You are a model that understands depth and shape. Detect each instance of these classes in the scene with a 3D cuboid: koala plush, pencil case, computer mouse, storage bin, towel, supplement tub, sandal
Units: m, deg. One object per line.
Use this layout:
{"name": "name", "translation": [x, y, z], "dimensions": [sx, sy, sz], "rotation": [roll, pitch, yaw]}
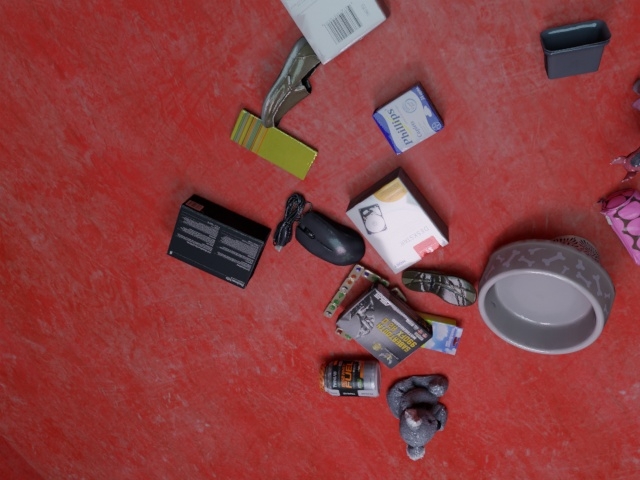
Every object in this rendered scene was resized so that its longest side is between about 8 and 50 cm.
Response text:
{"name": "koala plush", "translation": [0.302, 0.562, 1.629], "dimensions": [0.203, 0.221, 0.196], "rotation": [0, 117, 12]}
{"name": "pencil case", "translation": [0.794, -0.028, 1.302], "dimensions": [0.098, 0.095, 0.209], "rotation": [-42, 102, -9]}
{"name": "computer mouse", "translation": [0.000, 0.000, 1.498], "dimensions": [0.272, 0.072, 0.188], "rotation": [25, 118, -1]}
{"name": "storage bin", "translation": [0.564, -0.426, 1.159], "dimensions": [0.135, 0.098, 0.091], "rotation": [-6, 142, 14]}
{"name": "towel", "translation": [-0.129, -0.265, 1.424], "dimensions": [0.237, 0.021, 0.102], "rotation": [29, 124, -4]}
{"name": "supplement tub", "translation": [0.096, 0.448, 1.676], "dimensions": [0.190, 0.117, 0.117], "rotation": [-3, 115, 13]}
{"name": "sandal", "translation": [0.347, 0.127, 1.499], "dimensions": [0.219, 0.060, 0.090], "rotation": [11, 113, 23]}

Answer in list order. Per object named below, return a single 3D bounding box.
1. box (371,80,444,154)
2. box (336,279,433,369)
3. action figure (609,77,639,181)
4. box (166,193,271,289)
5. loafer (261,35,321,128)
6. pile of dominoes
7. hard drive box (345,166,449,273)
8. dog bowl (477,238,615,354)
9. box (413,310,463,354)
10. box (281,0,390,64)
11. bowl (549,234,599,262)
{"name": "box", "translation": [0.220, -0.306, 1.296], "dimensions": [0.137, 0.072, 0.126], "rotation": [-29, 106, 24]}
{"name": "box", "translation": [0.191, 0.255, 1.547], "dimensions": [0.231, 0.056, 0.183], "rotation": [41, 116, -7]}
{"name": "action figure", "translation": [0.812, -0.243, 1.101], "dimensions": [0.370, 0.276, 0.248], "rotation": [-42, 108, 12]}
{"name": "box", "translation": [-0.305, 0.004, 1.549], "dimensions": [0.261, 0.103, 0.184], "rotation": [25, 116, -1]}
{"name": "loafer", "translation": [-0.071, -0.384, 1.307], "dimensions": [0.087, 0.094, 0.251], "rotation": [32, 118, 0]}
{"name": "pile of dominoes", "translation": [0.134, 0.211, 1.582], "dimensions": [0.196, 0.040, 0.251], "rotation": [28, 123, -3]}
{"name": "hard drive box", "translation": [0.213, -0.053, 1.415], "dimensions": [0.181, 0.089, 0.232], "rotation": [-35, 105, 25]}
{"name": "dog bowl", "translation": [0.583, 0.163, 1.370], "dimensions": [0.349, 0.102, 0.349], "rotation": [18, 135, 18]}
{"name": "box", "translation": [0.335, 0.280, 1.582], "dimensions": [0.178, 0.042, 0.109], "rotation": [12, 118, 7]}
{"name": "box", "translation": [0.038, -0.540, 1.191], "dimensions": [0.181, 0.119, 0.182], "rotation": [-30, 106, 24]}
{"name": "bowl", "translation": [0.669, 0.078, 1.388], "dimensions": [0.170, 0.080, 0.170], "rotation": [5, 117, 9]}
